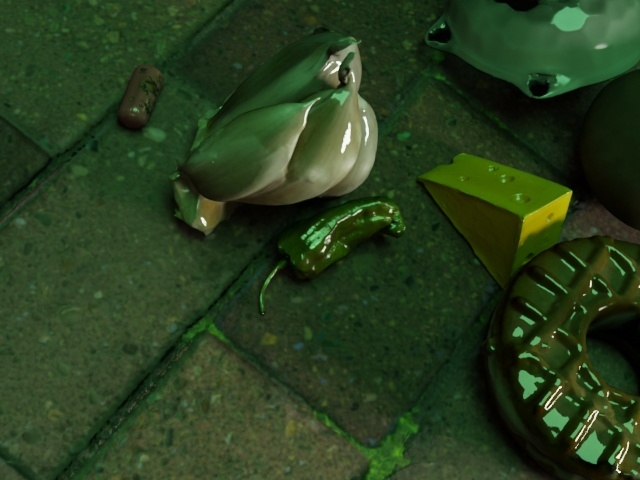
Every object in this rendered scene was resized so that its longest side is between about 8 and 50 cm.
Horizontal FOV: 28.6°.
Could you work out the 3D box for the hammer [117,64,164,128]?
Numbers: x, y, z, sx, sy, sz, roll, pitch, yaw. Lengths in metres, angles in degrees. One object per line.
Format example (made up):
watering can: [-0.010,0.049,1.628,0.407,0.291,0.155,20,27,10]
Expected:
hammer: [-0.213,-0.171,1.497,0.043,0.043,0.083,20,57,-7]

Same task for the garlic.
garlic: [-0.043,-0.136,1.426,0.237,0.292,0.210,6,59,-62]

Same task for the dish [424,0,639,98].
dish: [0.296,-0.321,1.644,0.303,0.120,0.303,0,42,0]

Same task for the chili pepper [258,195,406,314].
chili pepper: [0.001,0.000,1.458,0.204,0.072,0.073,-25,55,-21]

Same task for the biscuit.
biscuit: [0.348,0.147,1.475,0.332,0.103,0.332,9,60,-15]

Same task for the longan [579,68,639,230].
longan: [0.425,-0.115,1.592,0.197,0.196,0.220,7,65,-15]

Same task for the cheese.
cheese: [0.209,-0.046,1.557,0.093,0.126,0.171,-31,55,-31]
